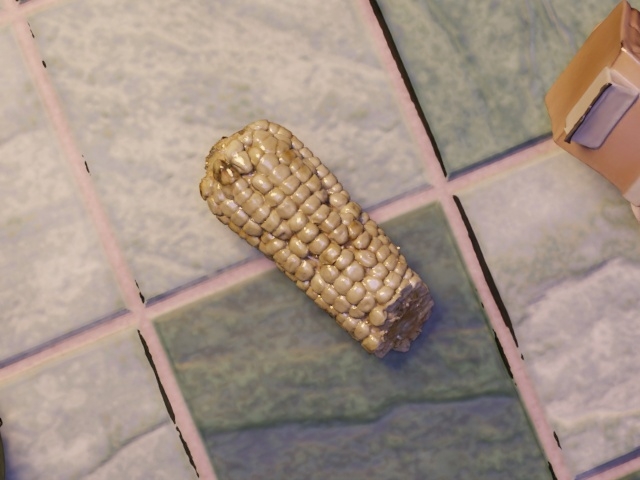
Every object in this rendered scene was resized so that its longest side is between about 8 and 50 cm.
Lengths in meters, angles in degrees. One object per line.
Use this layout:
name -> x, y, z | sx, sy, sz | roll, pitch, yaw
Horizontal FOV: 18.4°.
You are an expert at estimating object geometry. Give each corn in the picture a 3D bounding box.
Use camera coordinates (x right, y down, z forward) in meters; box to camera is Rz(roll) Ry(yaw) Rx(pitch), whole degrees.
corn -> 0.000, 0.000, 1.467 | 0.211, 0.087, 0.087 | 44, 87, 1

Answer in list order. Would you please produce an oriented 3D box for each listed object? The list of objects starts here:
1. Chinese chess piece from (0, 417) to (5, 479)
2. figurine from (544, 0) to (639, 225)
Chinese chess piece -> -0.341, 0.169, 1.445 | 0.238, 0.092, 0.238 | 0, 88, -1
figurine -> 0.286, -0.066, 1.468 | 0.237, 0.141, 0.162 | 30, 116, -3
